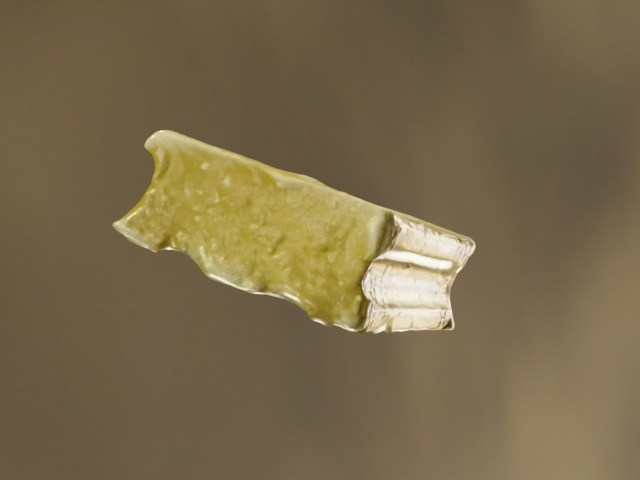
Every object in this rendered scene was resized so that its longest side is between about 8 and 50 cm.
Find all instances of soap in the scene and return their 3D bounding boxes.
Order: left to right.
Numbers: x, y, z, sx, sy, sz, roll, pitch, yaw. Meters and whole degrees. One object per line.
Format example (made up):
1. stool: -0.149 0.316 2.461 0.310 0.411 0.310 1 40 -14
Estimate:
1. soap: 0.000 0.000 0.910 0.091 0.199 0.315 -69 -19 4
